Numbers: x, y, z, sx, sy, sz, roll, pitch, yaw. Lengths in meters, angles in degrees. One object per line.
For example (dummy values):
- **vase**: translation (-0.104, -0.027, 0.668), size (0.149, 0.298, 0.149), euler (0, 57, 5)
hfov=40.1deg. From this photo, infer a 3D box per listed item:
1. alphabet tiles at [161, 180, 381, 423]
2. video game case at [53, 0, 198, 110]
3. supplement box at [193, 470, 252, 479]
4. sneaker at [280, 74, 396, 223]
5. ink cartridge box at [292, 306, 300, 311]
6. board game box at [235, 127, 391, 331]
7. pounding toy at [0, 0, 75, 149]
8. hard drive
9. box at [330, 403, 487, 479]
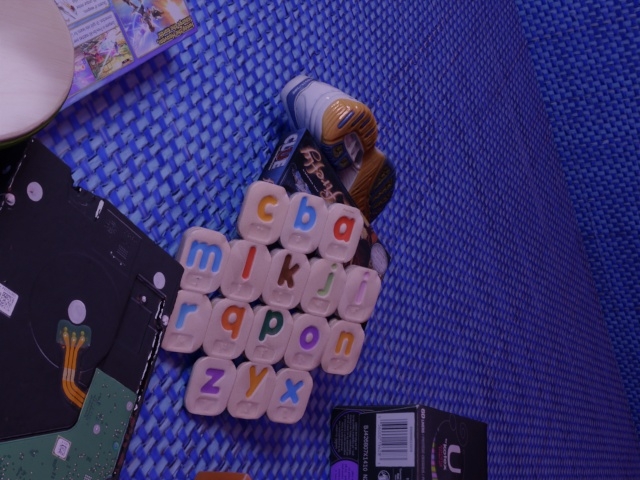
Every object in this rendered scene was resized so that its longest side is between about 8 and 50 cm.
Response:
- **alphabet tiles**: translation (-0.054, 0.078, 1.037), size (0.284, 0.021, 0.278), euler (14, 95, -35)
- **video game case**: translation (-0.257, -0.278, 0.873), size (0.269, 0.061, 0.244), euler (-50, 124, -51)
- **supplement box**: translation (-0.077, 0.370, 1.013), size (0.233, 0.080, 0.078), euler (61, 37, -28)
- **sneaker**: translation (0.024, -0.127, 1.263), size (0.112, 0.131, 0.296), euler (-40, 149, -16)
- **ink cartridge box**: translation (-0.005, 0.047, 1.218), size (0.181, 0.061, 0.105), euler (29, 59, -53)
- **board game box**: translation (0.000, 0.000, 1.137), size (0.243, 0.042, 0.165), euler (54, 42, -32)
- **pounding toy**: translation (-0.326, -0.155, 0.719), size (0.237, 0.110, 0.183), euler (42, 54, -8)
- **hard drive**: translation (-0.256, 0.111, 0.785), size (0.237, 0.064, 0.339), euler (47, 45, -44)
- **box**: translation (0.142, 0.342, 1.317), size (0.270, 0.143, 0.165), euler (27, 61, -55)
